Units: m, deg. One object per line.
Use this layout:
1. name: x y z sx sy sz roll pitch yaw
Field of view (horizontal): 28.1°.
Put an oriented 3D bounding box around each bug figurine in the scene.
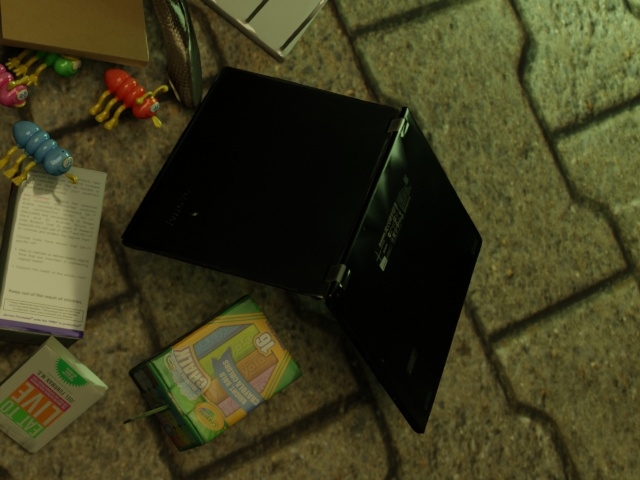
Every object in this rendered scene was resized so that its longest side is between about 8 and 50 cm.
1. bug figurine: -0.334 -0.183 1.636 0.216 0.072 0.279 38 39 5

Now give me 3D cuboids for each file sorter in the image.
1. file sorter: -0.088 -0.430 1.793 0.278 0.173 0.193 38 69 -10

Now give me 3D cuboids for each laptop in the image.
1. laptop: 0.000 0.000 1.739 0.408 0.236 0.382 56 38 -30

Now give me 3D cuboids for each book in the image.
1. book: -0.345 0.194 1.589 0.096 0.144 0.035 44 26 -11

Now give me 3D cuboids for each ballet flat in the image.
1. ballet flat: -0.208 -0.299 1.748 0.058 0.084 0.249 -9 109 5

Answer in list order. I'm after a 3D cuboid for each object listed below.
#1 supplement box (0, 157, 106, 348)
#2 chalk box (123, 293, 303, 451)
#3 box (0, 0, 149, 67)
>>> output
1. supplement box: -0.350 0.019 1.632 0.114 0.111 0.220 9 76 -19
2. chalk box: -0.156 0.187 1.658 0.213 0.132 0.132 -34 91 -22
3. box: -0.328 -0.314 1.679 0.201 0.021 0.164 5 63 -31
